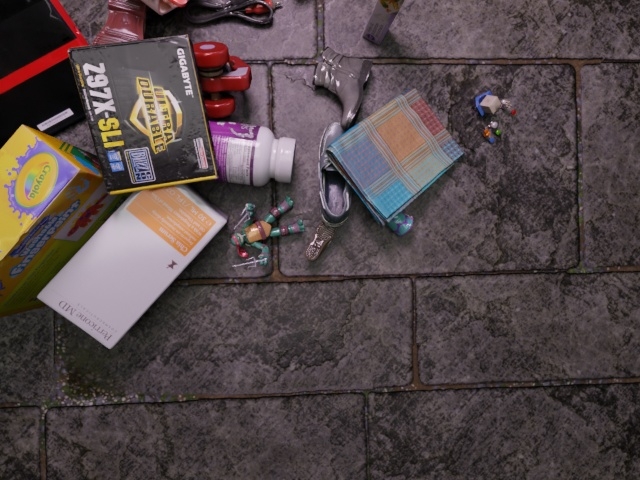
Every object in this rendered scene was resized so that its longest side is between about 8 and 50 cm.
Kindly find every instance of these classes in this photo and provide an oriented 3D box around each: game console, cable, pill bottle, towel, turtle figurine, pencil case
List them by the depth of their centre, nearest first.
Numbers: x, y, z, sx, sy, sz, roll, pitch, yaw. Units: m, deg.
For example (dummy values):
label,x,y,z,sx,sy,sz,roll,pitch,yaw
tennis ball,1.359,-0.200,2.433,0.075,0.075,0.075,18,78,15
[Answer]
label,x,y,z,sx,sy,sz,roll,pitch,yaw
game console,-0.812,-0.456,1.132,0.387,0.060,0.342,-29,122,-1
pill bottle,-0.224,-0.240,1.165,0.302,0.169,0.169,7,90,-4
turtle figurine,-0.172,-0.029,1.195,0.234,0.118,0.175,-27,106,-18
towel,0.223,-0.253,1.201,0.370,0.040,0.271,-40,93,-20
cable,-0.252,-0.683,1.236,0.287,0.072,0.139,-19,108,9
pencil case,0.204,-0.084,1.239,0.152,0.064,0.070,41,104,-3

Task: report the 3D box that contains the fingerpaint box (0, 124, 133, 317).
label,x,y,z,sx,sy,sz,roll,pitch,yaw
fingerpaint box,-0.708,-0.028,1.040,0.163,0.371,0.444,40,89,-2

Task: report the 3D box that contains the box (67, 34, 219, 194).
label,x,y,z,sx,sy,sz,roll,pitch,yaw
box,-0.397,-0.286,0.975,0.257,0.079,0.321,-9,106,-6

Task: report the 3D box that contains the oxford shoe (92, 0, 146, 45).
label,x,y,z,sx,sy,sz,roll,pitch,yaw
oxford shoe,-0.548,-0.547,1.171,0.123,0.130,0.348,15,84,-18

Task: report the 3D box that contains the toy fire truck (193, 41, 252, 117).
label,x,y,z,sx,sy,sz,roll,pitch,yaw
toy fire truck,-0.338,-0.462,1.137,0.303,0.253,0.169,-2,132,-2

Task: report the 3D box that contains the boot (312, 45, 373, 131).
label,x,y,z,sx,sy,sz,roll,pitch,yaw
boot,0.048,-0.440,1.222,0.161,0.083,0.246,15,74,1

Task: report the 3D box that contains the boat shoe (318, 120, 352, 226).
label,x,y,z,sx,sy,sz,roll,pitch,yaw
boat shoe,0.050,-0.202,1.205,0.116,0.099,0.319,3,82,0

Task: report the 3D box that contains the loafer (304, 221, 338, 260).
label,x,y,z,sx,sy,sz,roll,pitch,yaw
loafer,0.000,0.000,1.238,0.056,0.050,0.148,36,73,6

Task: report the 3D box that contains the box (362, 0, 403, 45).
label,x,y,z,sx,sy,sz,roll,pitch,yaw
box,0.182,-0.628,1.109,0.063,0.324,0.067,29,89,-6

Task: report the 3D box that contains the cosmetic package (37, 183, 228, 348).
label,x,y,z,sx,sy,sz,roll,pitch,yaw
cosmetic package,-0.487,0.035,1.137,0.230,0.161,0.453,42,88,-13

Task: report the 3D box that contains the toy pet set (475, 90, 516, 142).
label,x,y,z,sx,sy,sz,roll,pitch,yaw
toy pet set,0.512,-0.383,1.270,0.114,0.065,0.122,38,91,-37

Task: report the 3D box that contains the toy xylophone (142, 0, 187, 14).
label,x,y,z,sx,sy,sz,roll,pitch,yaw
toy xylophone,-0.429,-0.733,1.130,0.236,0.081,0.322,29,52,-13
